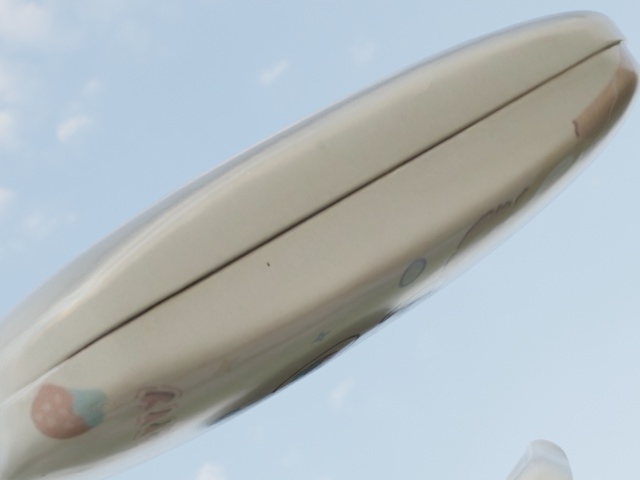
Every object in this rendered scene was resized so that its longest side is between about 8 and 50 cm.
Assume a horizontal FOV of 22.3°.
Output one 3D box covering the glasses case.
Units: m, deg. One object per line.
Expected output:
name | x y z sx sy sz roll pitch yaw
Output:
glasses case | 0.000 0.000 0.392 0.204 0.051 0.081 -30 -7 -31

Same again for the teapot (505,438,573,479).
teapot | 0.095 0.185 0.820 0.298 0.204 0.139 -111 45 -84
